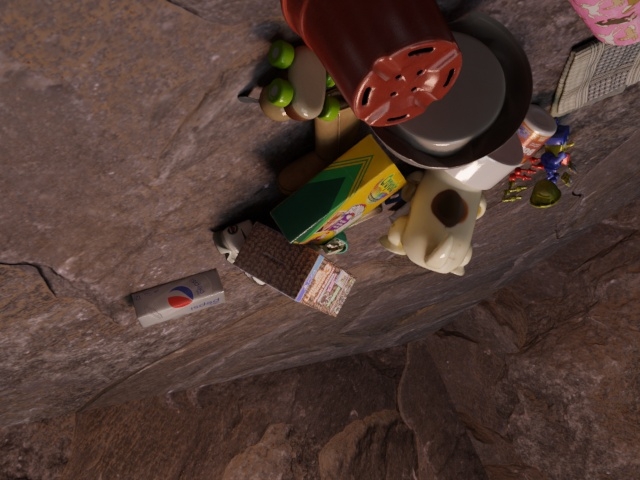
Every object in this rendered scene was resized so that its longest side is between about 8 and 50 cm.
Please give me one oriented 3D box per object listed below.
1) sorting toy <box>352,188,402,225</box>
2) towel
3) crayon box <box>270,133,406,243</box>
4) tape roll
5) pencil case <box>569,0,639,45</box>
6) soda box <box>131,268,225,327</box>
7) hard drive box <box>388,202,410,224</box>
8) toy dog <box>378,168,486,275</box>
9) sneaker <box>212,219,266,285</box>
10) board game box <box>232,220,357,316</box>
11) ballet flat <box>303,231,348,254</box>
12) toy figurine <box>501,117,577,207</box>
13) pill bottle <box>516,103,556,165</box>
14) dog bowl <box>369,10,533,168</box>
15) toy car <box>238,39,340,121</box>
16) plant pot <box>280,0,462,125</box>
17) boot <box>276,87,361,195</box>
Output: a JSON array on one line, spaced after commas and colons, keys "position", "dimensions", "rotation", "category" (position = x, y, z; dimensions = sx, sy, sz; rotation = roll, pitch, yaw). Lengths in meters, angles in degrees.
[{"position": [0.098, -0.114, 1.798], "dimensions": [0.347, 0.047, 0.196], "rotation": [-24, 152, 3], "category": "sorting toy"}, {"position": [0.840, -0.496, 1.649], "dimensions": [0.312, 0.056, 0.324], "rotation": [-24, 157, 1], "category": "towel"}, {"position": [0.065, -0.117, 1.520], "dimensions": [0.313, 0.106, 0.363], "rotation": [-36, 171, 10], "category": "crayon box"}, {"position": [0.370, -0.267, 1.426], "dimensions": [0.286, 0.286, 0.100], "rotation": [-1, 149, -40], "category": "tape roll"}, {"position": [0.616, -0.552, 1.206], "dimensions": [0.386, 0.160, 0.167], "rotation": [9, 132, -49], "category": "pencil case"}, {"position": [-0.463, 0.190, 1.873], "dimensions": [0.286, 0.091, 0.098], "rotation": [-17, 155, -15], "category": "soda box"}, {"position": [0.384, -0.084, 1.996], "dimensions": [0.232, 0.089, 0.181], "rotation": [6, 144, -47], "category": "hard drive box"}, {"position": [0.356, -0.129, 1.665], "dimensions": [0.395, 0.284, 0.408], "rotation": [-11, 120, -76], "category": "toy dog"}, {"position": [-0.187, 0.038, 1.762], "dimensions": [0.146, 0.123, 0.330], "rotation": [-30, 151, 6], "category": "sneaker"}, {"position": [-0.066, 0.089, 1.649], "dimensions": [0.141, 0.232, 0.291], "rotation": [-62, 151, -3], "category": "board game box"}, {"position": [0.000, 0.000, 1.783], "dimensions": [0.247, 0.087, 0.083], "rotation": [8, 137, -44], "category": "ballet flat"}, {"position": [0.717, -0.281, 1.830], "dimensions": [0.362, 0.191, 0.217], "rotation": [-43, 138, -44], "category": "toy figurine"}, {"position": [0.613, -0.306, 1.760], "dimensions": [0.121, 0.121, 0.216], "rotation": [-9, 152, -29], "category": "pill bottle"}, {"position": [0.253, -0.308, 1.193], "dimensions": [0.348, 0.349, 0.102], "rotation": [-24, 168, 1], "category": "dog bowl"}, {"position": [-0.078, -0.310, 1.184], "dimensions": [0.155, 0.149, 0.188], "rotation": [7, 171, -43], "category": "toy car"}, {"position": [0.101, -0.366, 1.002], "dimensions": [0.272, 0.265, 0.272], "rotation": [-20, 156, -9], "category": "plant pot"}, {"position": [-0.005, -0.244, 1.394], "dimensions": [0.236, 0.089, 0.269], "rotation": [-30, 159, -16], "category": "boot"}]
